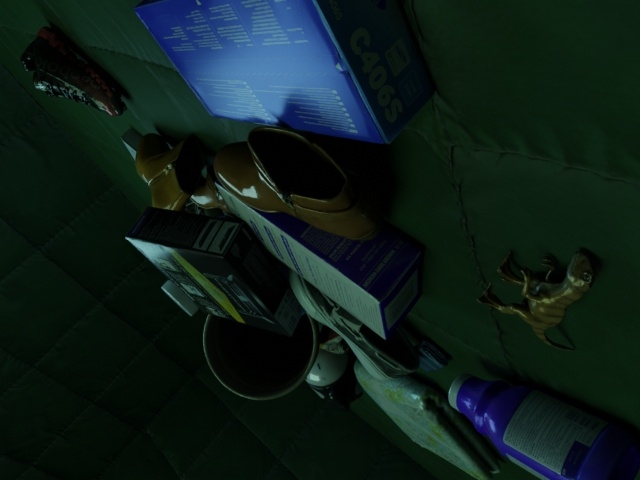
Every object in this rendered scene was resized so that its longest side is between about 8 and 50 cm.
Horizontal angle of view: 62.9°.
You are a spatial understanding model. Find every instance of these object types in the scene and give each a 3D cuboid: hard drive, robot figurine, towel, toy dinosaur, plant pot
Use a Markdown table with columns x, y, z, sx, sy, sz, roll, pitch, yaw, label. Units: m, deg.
| x | y | z | sx | sy | sz | roll | pitch | yaw | label |
| --- | --- | --- | --- | --- | --- | --- | --- | --- | --- |
| -0.463 | -0.168 | 1.604 | 0.233 | 0.047 | 0.353 | 38 | 162 | 14 | hard drive |
| 0.040 | 0.439 | 1.731 | 0.209 | 0.173 | 0.278 | 16 | 150 | 41 | robot figurine |
| 0.222 | 0.238 | 1.070 | 0.067 | 0.029 | 0.119 | 40 | 163 | 10 | towel |
| 0.238 | 0.077 | 0.575 | 0.112 | 0.064 | 0.211 | 33 | 161 | 26 | toy dinosaur |
| 0.285 | 0.480 | 1.434 | 0.374 | 0.090 | 0.320 | 49 | 159 | -21 | towel |
| -0.142 | 0.266 | 1.540 | 0.323 | 0.323 | 0.280 | 41 | -172 | 7 | plant pot |

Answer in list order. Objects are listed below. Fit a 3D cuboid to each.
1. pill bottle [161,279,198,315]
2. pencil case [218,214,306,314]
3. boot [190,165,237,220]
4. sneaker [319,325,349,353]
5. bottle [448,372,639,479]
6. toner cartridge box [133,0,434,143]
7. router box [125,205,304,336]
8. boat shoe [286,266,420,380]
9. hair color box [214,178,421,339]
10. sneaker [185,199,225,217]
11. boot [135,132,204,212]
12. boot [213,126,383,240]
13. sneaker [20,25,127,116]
| x | y | z | sx | sy | sz | roll | pitch | yaw | label |
| --- | --- | --- | --- | --- | --- | --- | --- | --- | --- |
| -0.338 | 0.088 | 1.569 | 0.153 | 0.265 | 0.153 | 38 | 163 | 14 | pill bottle |
| -0.148 | 0.066 | 1.222 | 0.306 | 0.133 | 0.119 | 37 | -151 | -24 | pencil case |
| -0.237 | -0.121 | 1.168 | 0.197 | 0.073 | 0.152 | 26 | 161 | 14 | boot |
| 0.048 | 0.274 | 1.500 | 0.092 | 0.088 | 0.225 | 21 | 162 | 0 | sneaker |
| 0.323 | 0.287 | 0.803 | 0.283 | 0.118 | 0.092 | 16 | 149 | 55 | bottle |
| -0.059 | -0.202 | 0.543 | 0.348 | 0.075 | 0.165 | 23 | 156 | 49 | toner cartridge box |
| -0.198 | 0.067 | 1.045 | 0.243 | 0.081 | 0.309 | 10 | 149 | 29 | router box |
| 0.078 | 0.140 | 1.052 | 0.335 | 0.121 | 0.119 | 46 | 141 | -8 | boat shoe |
| 0.000 | 0.000 | 0.855 | 0.339 | 0.110 | 0.185 | 34 | 163 | 23 | hair color box |
| -0.325 | -0.090 | 1.399 | 0.108 | 0.100 | 0.271 | -93 | -19 | -60 | sneaker |
| -0.333 | -0.177 | 1.181 | 0.104 | 0.295 | 0.211 | 11 | 144 | -36 | boot |
| -0.056 | -0.083 | 0.665 | 0.283 | 0.109 | 0.220 | 32 | -179 | 19 | boot |
| -0.587 | -0.372 | 1.232 | 0.276 | 0.135 | 0.097 | 41 | 162 | 1 | sneaker |
